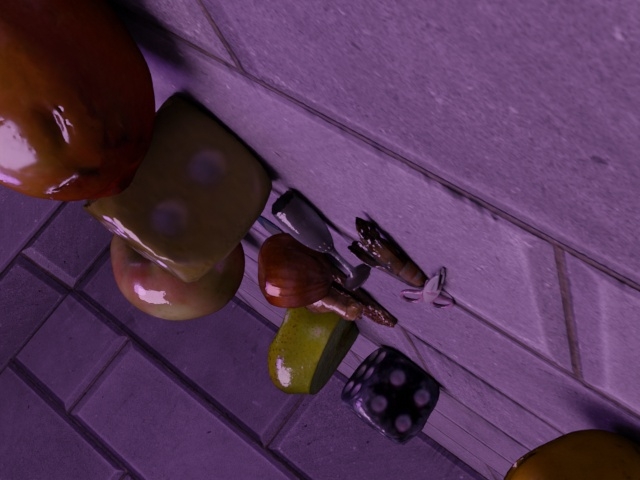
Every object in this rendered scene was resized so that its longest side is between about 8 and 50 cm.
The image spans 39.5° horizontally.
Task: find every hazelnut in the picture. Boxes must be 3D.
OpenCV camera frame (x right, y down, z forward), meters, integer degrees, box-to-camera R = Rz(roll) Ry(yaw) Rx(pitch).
[{"bbox_3d":[-0.049,0.058,1.725,0.150,0.150,0.150,37,170,8],"label":"hazelnut"}]

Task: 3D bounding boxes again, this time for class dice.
[{"bbox_3d":[0.173,0.385,2.218,0.183,0.182,0.181,39,168,-8],"label":"dice"},{"bbox_3d":[-0.237,-0.080,1.476,0.227,0.233,0.238,41,170,-17],"label":"dice"}]

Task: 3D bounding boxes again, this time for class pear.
[{"bbox_3d":[0.425,0.438,1.325,0.336,0.285,0.285,41,169,-8],"label":"pear"},{"bbox_3d":[-0.033,0.257,2.221,0.159,0.292,0.292,25,166,16],"label":"pear"}]

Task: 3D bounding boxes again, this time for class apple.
[{"bbox_3d":[-0.347,0.050,2.228,0.319,0.319,0.277,32,177,32],"label":"apple"}]

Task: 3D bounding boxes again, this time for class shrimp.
[{"bbox_3d":[0.079,0.013,1.362,0.195,0.035,0.148,43,171,-37],"label":"shrimp"}]

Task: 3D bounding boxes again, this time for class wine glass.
[{"bbox_3d":[0.000,0.000,1.483,0.198,0.066,0.066,44,168,-25],"label":"wine glass"}]

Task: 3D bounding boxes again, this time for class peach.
[{"bbox_3d":[-0.391,-0.215,1.226,0.373,0.290,0.372,22,126,33],"label":"peach"}]

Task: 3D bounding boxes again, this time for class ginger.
[{"bbox_3d":[0.012,0.124,1.818,0.165,0.067,0.096,35,144,21],"label":"ginger"}]

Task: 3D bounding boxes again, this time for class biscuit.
[{"bbox_3d":[0.054,0.102,1.844,0.231,0.025,0.131,41,169,-13],"label":"biscuit"}]

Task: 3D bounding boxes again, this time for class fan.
[{"bbox_3d":[-0.083,-0.002,1.914,0.113,0.005,0.175,31,168,34],"label":"fan"}]

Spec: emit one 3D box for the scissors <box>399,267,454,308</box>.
[{"bbox_3d":[0.165,0.071,1.312,0.085,0.022,0.176,13,162,3],"label":"scissors"}]
